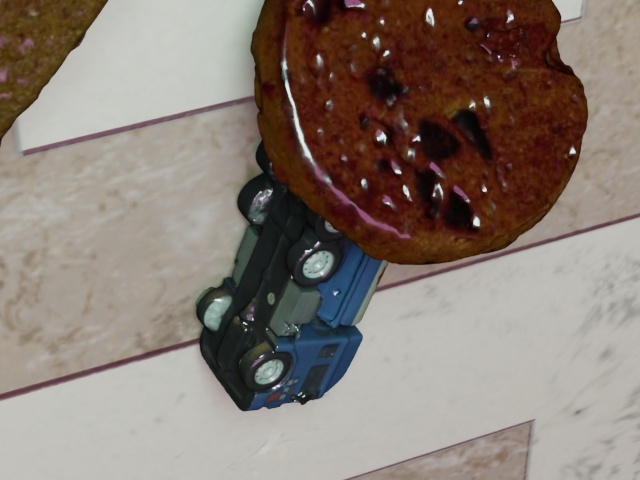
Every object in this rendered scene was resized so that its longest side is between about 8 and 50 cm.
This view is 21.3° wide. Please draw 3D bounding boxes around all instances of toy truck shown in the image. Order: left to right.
[{"bbox_3d":[0.000,0.000,0.959,0.088,0.074,0.202,-2,127,-39],"label":"toy truck"}]

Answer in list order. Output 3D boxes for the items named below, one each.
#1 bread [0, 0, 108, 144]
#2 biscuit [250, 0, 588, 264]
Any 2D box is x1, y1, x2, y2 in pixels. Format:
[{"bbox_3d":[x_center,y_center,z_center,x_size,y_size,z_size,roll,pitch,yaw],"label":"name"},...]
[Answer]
[{"bbox_3d":[-0.215,-0.080,0.737,0.165,0.113,0.416,22,115,-39],"label":"bread"},{"bbox_3d":[0.052,-0.077,0.872,0.192,0.049,0.192,4,80,-25],"label":"biscuit"}]
